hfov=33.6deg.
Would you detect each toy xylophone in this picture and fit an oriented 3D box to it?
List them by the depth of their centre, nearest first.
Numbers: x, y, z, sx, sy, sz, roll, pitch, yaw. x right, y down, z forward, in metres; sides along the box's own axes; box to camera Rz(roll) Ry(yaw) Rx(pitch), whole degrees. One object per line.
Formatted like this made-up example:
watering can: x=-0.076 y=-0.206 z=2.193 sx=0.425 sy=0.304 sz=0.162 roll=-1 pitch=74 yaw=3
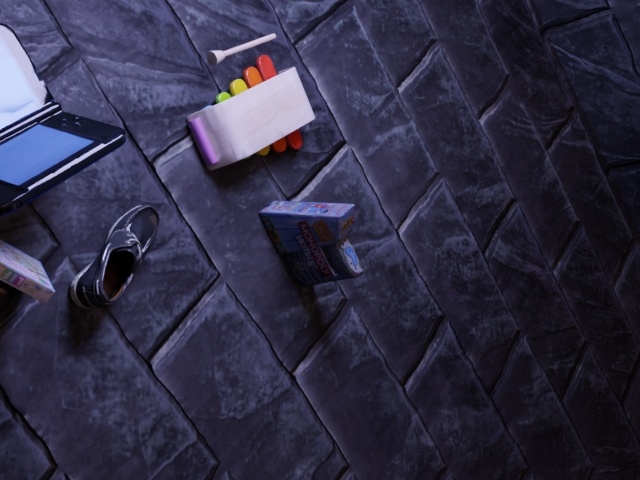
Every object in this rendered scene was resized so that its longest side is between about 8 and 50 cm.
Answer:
toy xylophone: x=-0.132 y=-0.278 z=2.104 sx=0.322 sy=0.081 sz=0.236 roll=-24 pitch=99 yaw=-48

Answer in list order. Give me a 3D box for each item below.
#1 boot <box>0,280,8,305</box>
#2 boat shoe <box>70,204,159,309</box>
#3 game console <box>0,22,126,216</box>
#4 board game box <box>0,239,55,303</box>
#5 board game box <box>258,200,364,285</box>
boot: x=-0.554 y=0.100 z=1.556 sx=0.198 sy=0.076 sz=0.137 roll=22 pitch=71 yaw=-45
boat shoe: x=-0.333 y=0.026 z=1.817 sx=0.084 sy=0.079 sz=0.233 roll=52 pitch=46 yaw=-25
game console: x=-0.489 y=-0.194 z=1.630 sx=0.293 sy=0.250 sz=0.173 roll=-42 pitch=139 yaw=-44
board game box: x=-0.488 y=0.031 z=1.628 sx=0.154 sy=0.103 sz=0.026 roll=36 pitch=95 yaw=-37
board game box: x=0.000 y=0.000 z=2.105 sx=0.060 sy=0.194 sz=0.194 roll=-41 pitch=111 yaw=-45
